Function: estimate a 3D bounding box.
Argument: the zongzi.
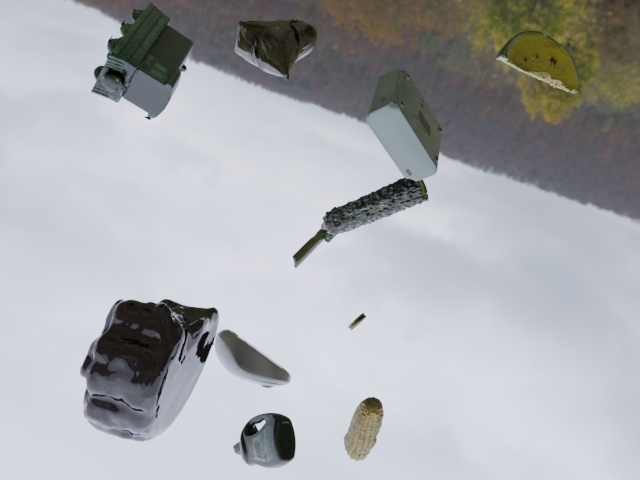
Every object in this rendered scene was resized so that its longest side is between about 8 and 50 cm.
[{"bbox_3d":[-0.064,-0.466,1.476,0.221,0.112,0.242,-19,-135,-32],"label":"zongzi"}]

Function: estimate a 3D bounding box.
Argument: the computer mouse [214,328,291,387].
[{"bbox_3d":[-0.243,0.419,2.047,0.297,0.121,0.184,40,167,-12],"label":"computer mouse"}]

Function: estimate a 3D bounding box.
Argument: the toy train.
[{"bbox_3d":[-0.413,-0.428,1.439,0.178,0.138,0.330,30,-141,-19],"label":"toy train"}]

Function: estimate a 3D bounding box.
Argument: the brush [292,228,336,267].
[{"bbox_3d":[0.000,0.000,2.094,0.048,0.054,0.282,21,-134,30],"label":"brush"}]

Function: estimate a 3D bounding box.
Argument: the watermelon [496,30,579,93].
[{"bbox_3d":[0.622,-0.514,1.733,0.301,0.123,0.129,12,-129,-26],"label":"watermelon"}]

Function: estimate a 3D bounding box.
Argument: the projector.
[{"bbox_3d":[0.239,-0.319,1.657,0.250,0.108,0.198,50,-143,-28],"label":"projector"}]

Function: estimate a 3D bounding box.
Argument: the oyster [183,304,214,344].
[{"bbox_3d":[-0.428,0.249,1.799,0.214,0.083,0.223,4,-165,-15],"label":"oyster"}]

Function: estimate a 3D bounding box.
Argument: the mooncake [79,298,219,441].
[{"bbox_3d":[-0.411,0.295,1.450,0.212,0.350,0.381,14,167,7],"label":"mooncake"}]

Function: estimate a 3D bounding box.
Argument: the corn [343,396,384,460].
[{"bbox_3d":[0.131,0.557,1.787,0.101,0.291,0.101,7,-137,-6],"label":"corn"}]

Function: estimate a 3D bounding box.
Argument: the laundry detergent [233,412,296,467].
[{"bbox_3d":[-0.167,0.557,1.678,0.078,0.144,0.222,8,160,-45],"label":"laundry detergent"}]

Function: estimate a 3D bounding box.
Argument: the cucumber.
[{"bbox_3d":[0.145,-0.100,1.811,0.096,0.360,0.096,45,-146,-43],"label":"cucumber"}]

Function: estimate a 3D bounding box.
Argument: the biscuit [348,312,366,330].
[{"bbox_3d":[0.142,0.314,2.333,0.023,0.084,0.084,48,-154,10],"label":"biscuit"}]
